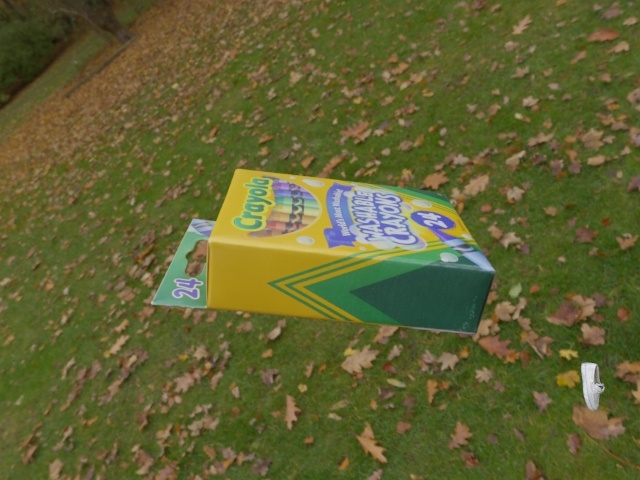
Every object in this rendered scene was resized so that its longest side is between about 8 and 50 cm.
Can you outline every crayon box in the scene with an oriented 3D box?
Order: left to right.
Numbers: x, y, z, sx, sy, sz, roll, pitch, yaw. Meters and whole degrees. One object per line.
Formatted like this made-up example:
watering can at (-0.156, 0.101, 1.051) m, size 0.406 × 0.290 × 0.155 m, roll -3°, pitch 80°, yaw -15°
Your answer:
crayon box at (0.000, 0.000, 0.563) m, size 0.323 × 0.083 × 0.203 m, roll 5°, pitch 27°, yaw -4°

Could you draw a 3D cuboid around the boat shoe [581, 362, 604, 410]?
boat shoe at (0.579, 0.309, 1.063) m, size 0.035 × 0.035 × 0.100 m, roll -13°, pitch 76°, yaw 49°
